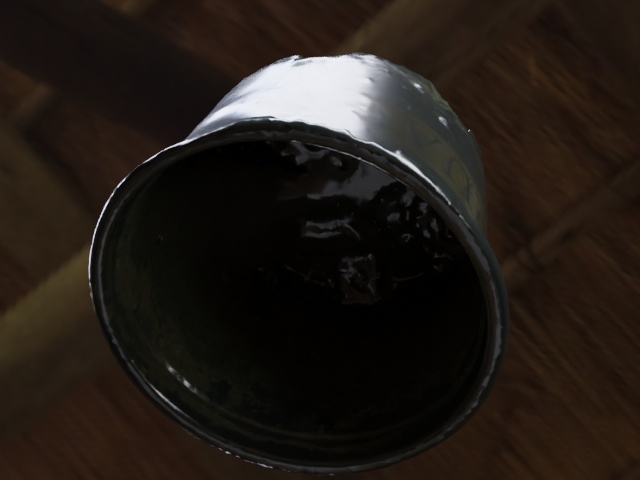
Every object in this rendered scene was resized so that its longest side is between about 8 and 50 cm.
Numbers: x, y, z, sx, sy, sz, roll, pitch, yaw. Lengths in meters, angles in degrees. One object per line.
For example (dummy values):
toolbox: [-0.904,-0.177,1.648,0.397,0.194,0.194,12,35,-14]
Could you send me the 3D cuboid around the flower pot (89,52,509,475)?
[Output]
flower pot: [0.000,0.000,0.681,0.157,0.157,0.107,-31,-160,28]
